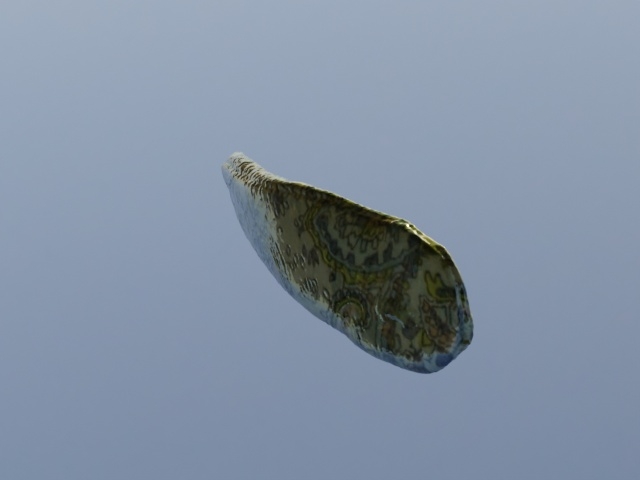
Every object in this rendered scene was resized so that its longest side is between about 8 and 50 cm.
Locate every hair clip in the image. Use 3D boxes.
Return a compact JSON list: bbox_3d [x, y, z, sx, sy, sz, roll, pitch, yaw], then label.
[{"bbox_3d":[-0.002,0.001,0.886,0.036,0.066,0.229,-12,-156,-24],"label":"hair clip"}]
